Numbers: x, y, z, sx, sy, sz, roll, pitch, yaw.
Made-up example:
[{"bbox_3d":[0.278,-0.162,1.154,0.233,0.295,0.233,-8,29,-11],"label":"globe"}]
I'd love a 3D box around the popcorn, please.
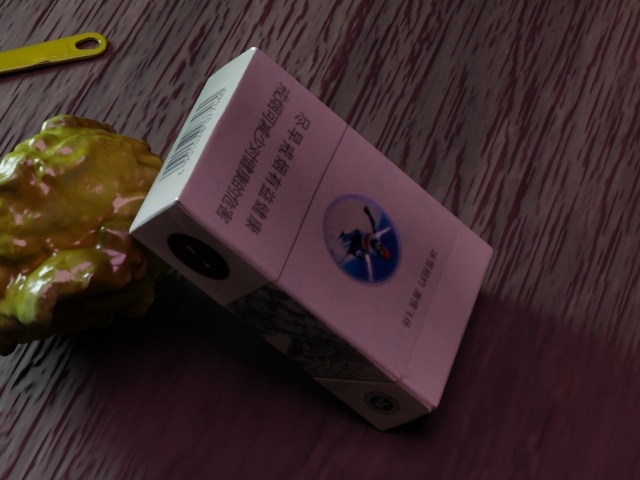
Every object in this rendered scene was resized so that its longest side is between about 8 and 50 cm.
[{"bbox_3d":[-0.187,0.001,1.375,0.197,0.197,0.155,-31,80,-24],"label":"popcorn"}]

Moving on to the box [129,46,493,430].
[{"bbox_3d":[0.000,0.000,1.360,0.256,0.069,0.164,40,51,-20],"label":"box"}]

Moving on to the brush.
[{"bbox_3d":[-0.285,-0.153,1.599,0.205,0.011,0.083,-14,52,-14],"label":"brush"}]
